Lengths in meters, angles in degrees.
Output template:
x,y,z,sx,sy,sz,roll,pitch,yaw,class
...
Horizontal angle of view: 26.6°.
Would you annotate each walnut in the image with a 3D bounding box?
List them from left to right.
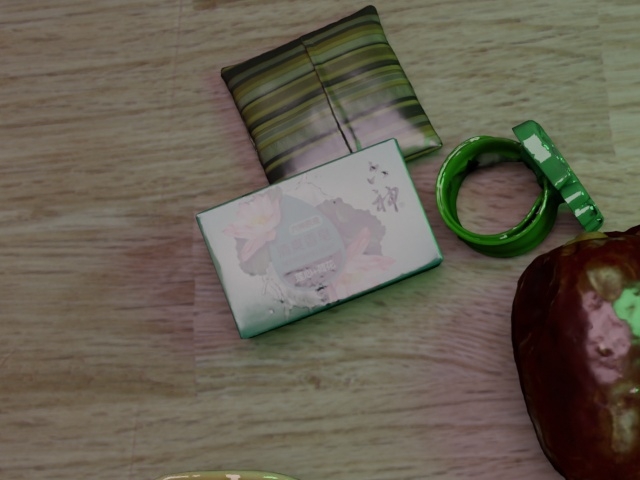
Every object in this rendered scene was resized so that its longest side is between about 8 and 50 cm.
x,y,z,sx,sy,sz,roll,pitch,yaw,class
0.325,0.113,1.391,0.244,0.222,0.269,-12,84,17,walnut

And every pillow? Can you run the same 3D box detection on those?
x,y,z,sx,sy,sz,roll,pitch,yaw,class
0.009,-0.159,1.613,0.208,0.052,0.212,-24,70,2,pillow

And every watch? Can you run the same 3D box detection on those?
x,y,z,sx,sy,sz,roll,pitch,yaw,class
0.214,-0.045,1.511,0.152,0.131,0.165,-33,70,8,watch

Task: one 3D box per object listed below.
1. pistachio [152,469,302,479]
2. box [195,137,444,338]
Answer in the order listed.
x,y,z,sx,sy,sz,roll,pitch,yaw,class
-0.104,0.343,1.395,0.318,0.214,0.193,-4,28,-1,pistachio
0.000,0.000,1.521,0.245,0.092,0.153,-22,85,2,box
